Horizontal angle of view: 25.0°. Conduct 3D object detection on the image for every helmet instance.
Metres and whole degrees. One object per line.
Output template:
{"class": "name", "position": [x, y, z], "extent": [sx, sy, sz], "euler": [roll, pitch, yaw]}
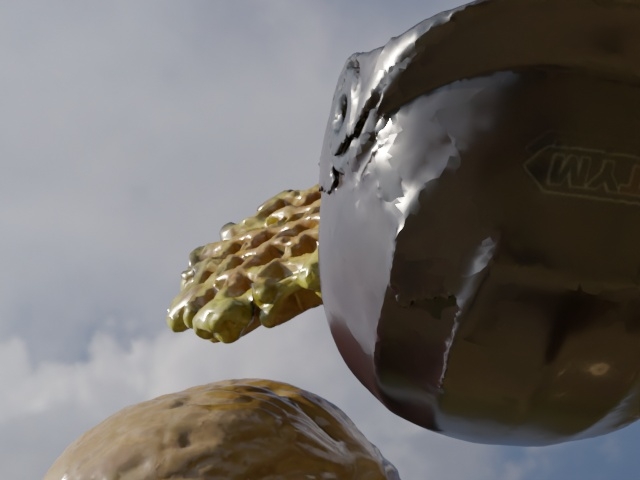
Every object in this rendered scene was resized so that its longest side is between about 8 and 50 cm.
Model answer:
{"class": "helmet", "position": [0.105, 0.010, 0.749], "extent": [0.225, 0.177, 0.305], "euler": [9, -18, -1]}

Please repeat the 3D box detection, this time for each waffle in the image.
{"class": "waffle", "position": [0.002, -0.003, 1.236], "extent": [0.282, 0.301, 0.058], "euler": [-24, -76, 18]}

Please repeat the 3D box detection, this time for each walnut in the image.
{"class": "walnut", "position": [-0.080, 0.254, 1.175], "extent": [0.333, 0.333, 0.332], "euler": [-17, -42, -16]}
